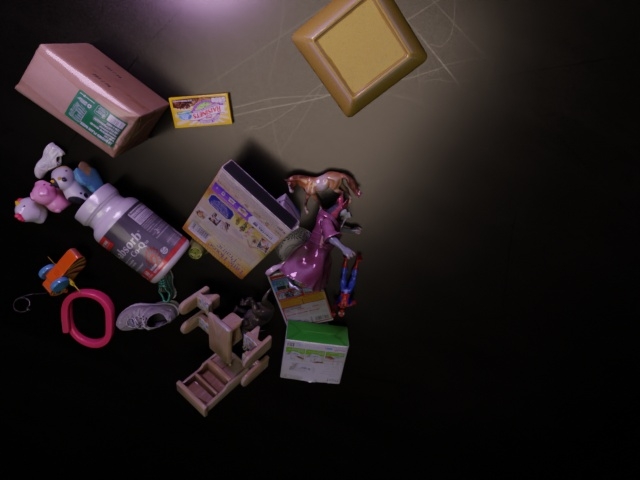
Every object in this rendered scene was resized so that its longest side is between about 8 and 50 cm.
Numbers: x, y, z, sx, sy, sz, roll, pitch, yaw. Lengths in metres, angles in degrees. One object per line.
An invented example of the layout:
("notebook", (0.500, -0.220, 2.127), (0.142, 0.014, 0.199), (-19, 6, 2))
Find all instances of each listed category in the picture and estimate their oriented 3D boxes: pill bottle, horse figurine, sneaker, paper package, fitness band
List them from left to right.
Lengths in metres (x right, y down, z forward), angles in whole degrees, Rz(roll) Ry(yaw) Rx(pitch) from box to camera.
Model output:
("sneaker", (-0.989, -0.281, 1.590), (0.061, 0.053, 0.152), (34, 110, -16))
("fitness band", (-0.989, 0.334, 1.865), (0.209, 0.054, 0.290), (9, 115, -6))
("paper package", (-0.693, -0.449, 1.370), (0.325, 0.309, 0.168), (37, 110, -15))
("pill bottle", (-0.689, -0.027, 1.611), (0.363, 0.210, 0.210), (41, 108, -15))
("sneaker", (-0.731, 0.321, 1.816), (0.282, 0.115, 0.105), (-17, 112, 8))
("sneaker", (-0.633, 0.179, 1.773), (0.065, 0.076, 0.166), (-10, 113, 5))
("horse figurine", (0.018, -0.188, 1.606), (0.264, 0.066, 0.174), (-12, 119, 9))

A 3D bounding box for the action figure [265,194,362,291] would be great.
("action figure", (0.000, 0.000, 1.597), (0.276, 0.248, 0.370), (21, 98, 4))

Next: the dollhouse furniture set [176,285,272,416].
("dollhouse furniture set", (-0.421, 0.460, 1.718), (0.362, 0.256, 0.394), (33, 136, 22))

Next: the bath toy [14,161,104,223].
("bath toy", (-0.982, -0.165, 1.599), (0.348, 0.129, 0.151), (-24, 106, 12))

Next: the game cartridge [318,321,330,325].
("game cartridge", (0.021, 0.391, 1.888), (0.056, 0.017, 0.083), (-9, 114, 9))

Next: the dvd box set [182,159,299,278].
("dvd box set", (-0.297, -0.053, 1.549), (0.308, 0.062, 0.420), (42, 137, -7))

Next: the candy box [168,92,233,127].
("candy box", (-0.414, -0.452, 1.517), (0.206, 0.027, 0.105), (-4, 117, 3))

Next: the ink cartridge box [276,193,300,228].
("ink cartridge box", (-0.126, -0.090, 1.587), (0.060, 0.180, 0.104), (-31, 110, 13))

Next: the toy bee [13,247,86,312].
("toy bee", (-1.054, 0.152, 1.750), (0.298, 0.162, 0.195), (-25, 80, -2))

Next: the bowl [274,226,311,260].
("bowl", (-0.099, 0.038, 1.699), (0.170, 0.080, 0.170), (0, 115, 0))

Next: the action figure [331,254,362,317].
("action figure", (0.104, 0.205, 1.742), (0.092, 0.139, 0.280), (9, 116, -1))

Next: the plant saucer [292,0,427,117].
("plant saucer", (0.129, -0.621, 1.404), (0.333, 0.081, 0.332), (-34, 109, 16))

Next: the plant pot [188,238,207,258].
("plant pot", (-0.480, 0.035, 1.705), (0.083, 0.079, 0.083), (1, 115, 1))

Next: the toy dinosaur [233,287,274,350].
("toy dinosaur", (-0.265, 0.306, 1.819), (0.160, 0.121, 0.313), (26, 108, -23))

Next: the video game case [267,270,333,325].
("video game case", (-0.078, 0.235, 1.804), (0.204, 0.025, 0.285), (-13, 117, 7))

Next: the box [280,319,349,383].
("box", (-0.028, 0.478, 1.851), (0.262, 0.126, 0.231), (7, 121, -3))
